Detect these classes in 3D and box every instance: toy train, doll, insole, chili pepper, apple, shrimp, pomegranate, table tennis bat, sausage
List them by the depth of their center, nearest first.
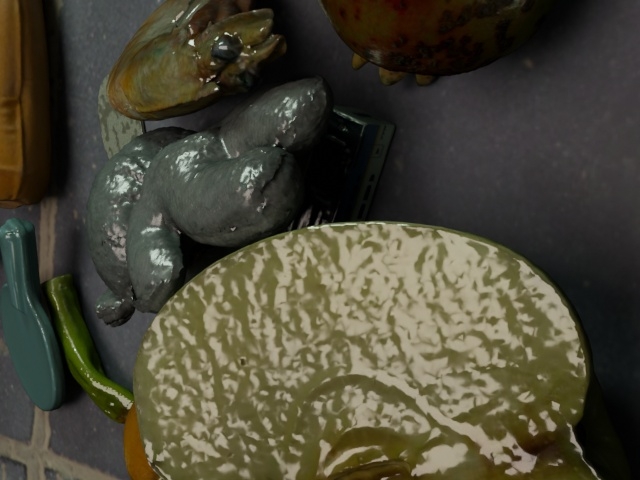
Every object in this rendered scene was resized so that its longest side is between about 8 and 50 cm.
[{"bbox_3d":[0.051,0.173,0.788,0.360,0.320,0.312,-20,40,28],"label":"apple"},{"bbox_3d":[0.069,-0.208,0.813,0.246,0.198,0.198,-17,81,59],"label":"pomegranate"},{"bbox_3d":[-0.086,-0.024,0.963,0.340,0.158,0.246,-15,44,48],"label":"doll"},{"bbox_3d":[0.000,0.000,0.966,0.052,0.051,0.234,30,111,36],"label":"toy train"},{"bbox_3d":[-0.100,-0.178,0.970,0.317,0.077,0.168,7,63,57],"label":"shrimp"},{"bbox_3d":[-0.197,-0.085,1.161,0.065,0.006,0.193,-31,73,37],"label":"insole"},{"bbox_3d":[-0.250,0.123,1.195,0.202,0.050,0.052,56,159,21],"label":"chili pepper"},{"bbox_3d":[-0.322,0.082,1.219,0.149,0.038,0.237,37,136,45],"label":"table tennis bat"},{"bbox_3d":[-0.362,-0.213,1.226,0.134,0.116,0.354,-5,86,55],"label":"sausage"}]

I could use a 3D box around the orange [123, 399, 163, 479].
[{"bbox_3d":[-0.101,0.184,1.010,0.159,0.136,0.159,19,123,32],"label":"orange"}]
